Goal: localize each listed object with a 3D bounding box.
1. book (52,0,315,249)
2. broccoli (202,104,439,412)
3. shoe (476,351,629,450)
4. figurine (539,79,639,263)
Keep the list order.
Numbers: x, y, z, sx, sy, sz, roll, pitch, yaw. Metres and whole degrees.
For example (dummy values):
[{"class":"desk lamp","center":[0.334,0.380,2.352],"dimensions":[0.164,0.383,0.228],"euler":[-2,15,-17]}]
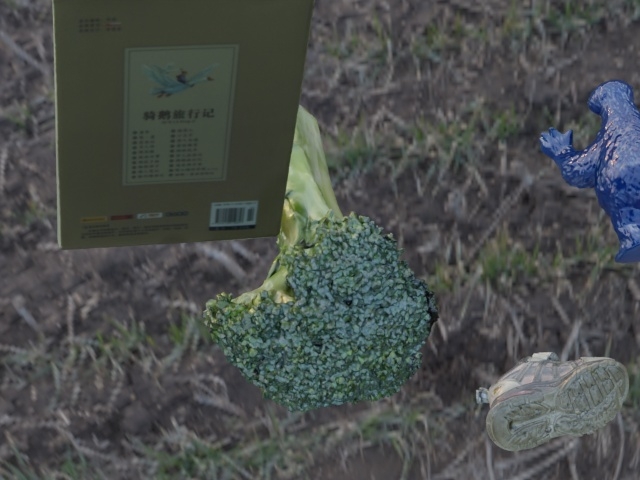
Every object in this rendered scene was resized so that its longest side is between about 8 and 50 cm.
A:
[{"class":"book","center":[-0.127,-0.104,1.228],"dimensions":[0.216,0.310,0.021],"euler":[-4,49,-13]},{"class":"broccoli","center":[-0.014,-0.006,1.455],"dimensions":[0.221,0.252,0.361],"euler":[-29,70,18]},{"class":"shoe","center":[0.272,0.182,1.638],"dimensions":[0.180,0.089,0.092],"euler":[-20,24,-5]},{"class":"figurine","center":[0.394,-0.101,1.731],"dimensions":[0.164,0.121,0.262],"euler":[-25,60,-3]}]
